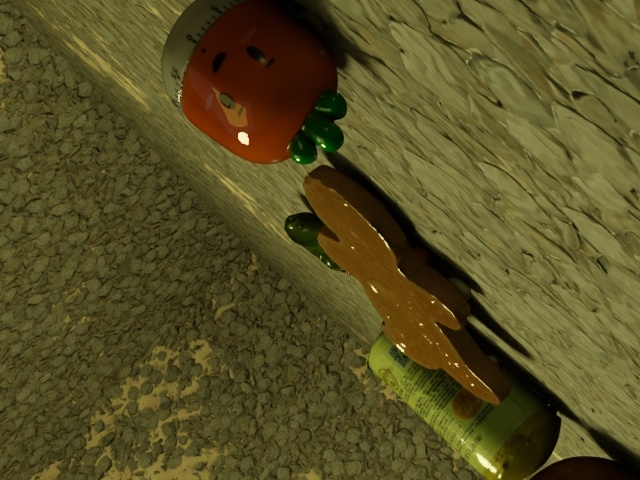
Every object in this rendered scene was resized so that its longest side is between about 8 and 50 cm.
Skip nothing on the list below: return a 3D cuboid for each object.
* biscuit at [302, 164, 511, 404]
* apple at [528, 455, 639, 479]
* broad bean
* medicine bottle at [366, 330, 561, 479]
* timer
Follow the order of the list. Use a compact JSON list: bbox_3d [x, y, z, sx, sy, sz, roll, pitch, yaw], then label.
[{"bbox_3d":[0.087,0.039,1.165,0.216,0.047,0.339,24,156,50],"label":"biscuit"},{"bbox_3d":[0.303,0.336,1.275,0.188,0.188,0.174,42,166,1],"label":"apple"},{"bbox_3d":[-0.005,-0.001,1.598,0.061,0.046,0.195,24,169,38],"label":"broad bean"},{"bbox_3d":[0.175,0.184,1.358,0.239,0.124,0.124,41,175,21],"label":"medicine bottle"},{"bbox_3d":[-0.036,-0.096,0.741,0.136,0.099,0.136,43,-173,-7],"label":"timer"}]
